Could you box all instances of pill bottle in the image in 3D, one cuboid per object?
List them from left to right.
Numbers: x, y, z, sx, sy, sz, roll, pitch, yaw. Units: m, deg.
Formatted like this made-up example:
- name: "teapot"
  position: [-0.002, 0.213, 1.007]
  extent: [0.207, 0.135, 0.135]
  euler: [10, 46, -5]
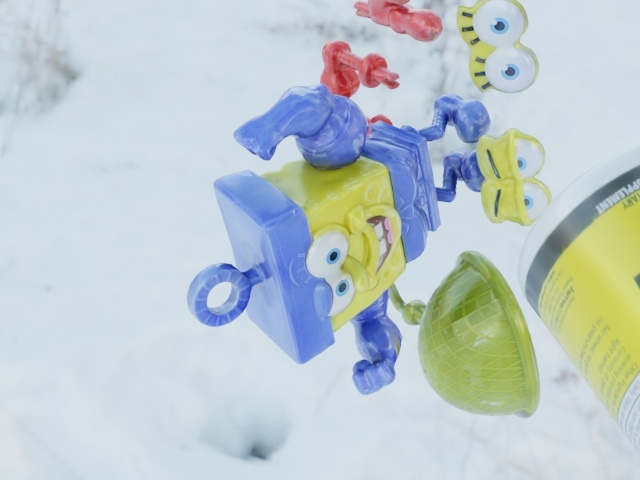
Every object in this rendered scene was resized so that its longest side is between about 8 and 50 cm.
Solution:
- name: "pill bottle"
  position: [0.194, 0.061, 0.843]
  extent: [0.119, 0.119, 0.208]
  euler: [-7, 49, -36]

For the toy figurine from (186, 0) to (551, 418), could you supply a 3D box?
- name: "toy figurine"
  position: [0.000, 0.000, 1.095]
  extent: [0.217, 0.363, 0.191]
  euler: [-34, 44, -26]
